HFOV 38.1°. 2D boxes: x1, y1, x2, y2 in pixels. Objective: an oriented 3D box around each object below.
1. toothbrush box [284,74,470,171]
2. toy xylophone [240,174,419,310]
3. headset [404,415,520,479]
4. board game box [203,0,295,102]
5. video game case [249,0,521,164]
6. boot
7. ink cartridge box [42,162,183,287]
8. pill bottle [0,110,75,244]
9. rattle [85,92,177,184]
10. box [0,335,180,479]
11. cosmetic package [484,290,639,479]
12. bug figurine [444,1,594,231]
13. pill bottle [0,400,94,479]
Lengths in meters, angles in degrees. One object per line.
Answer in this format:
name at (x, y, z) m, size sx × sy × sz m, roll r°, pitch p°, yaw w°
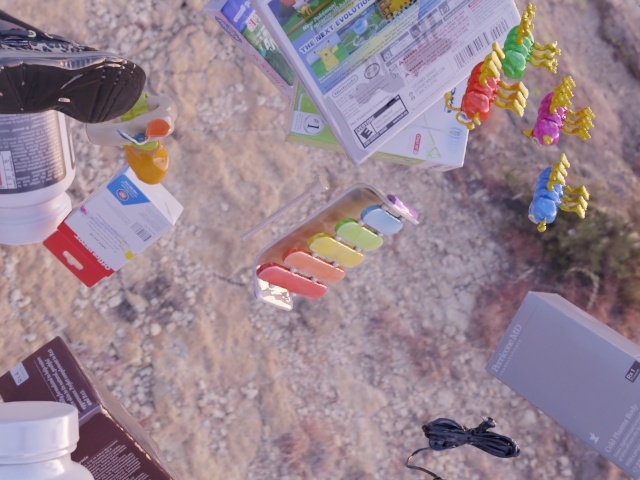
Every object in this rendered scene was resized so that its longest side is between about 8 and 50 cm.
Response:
toothbrush box at (0.098, -0.239, 1.504) m, size 0.283 × 0.122 × 0.206 m, roll 11°, pitch 90°, yaw -8°
toy xylophone at (0.000, 0.000, 1.632) m, size 0.236 × 0.322 × 0.081 m, roll 16°, pitch 41°, yaw -51°
headset at (0.152, 0.365, 1.058) m, size 0.185 × 0.243 × 0.394 m, roll 11°, pitch 39°, yaw -3°
board game box at (-0.028, -0.468, 1.835) m, size 0.318 × 0.066 × 0.319 m, roll 42°, pitch 76°, yaw -40°
video game case at (0.105, -0.311, 1.277) m, size 0.329 × 0.036 × 0.300 m, roll -39°, pitch 128°, yaw -5°
boot at (-0.317, -0.208, 1.004) m, size 0.178 × 0.085 × 0.236 m, roll 39°, pitch 23°, yaw 21°
ink cartridge box at (-0.385, -0.028, 1.717) m, size 0.134 × 0.231 × 0.078 m, roll 48°, pitch 24°, yaw -18°
pill bottle at (-0.568, -0.189, 1.716) m, size 0.210 × 0.210 × 0.363 m, roll -28°, pitch 129°, yaw -41°
rattle at (-0.232, -0.114, 1.229) m, size 0.130 × 0.199 × 0.143 m, roll -9°, pitch 113°, yaw -31°
box at (-0.376, 0.355, 1.585) m, size 0.143 × 0.191 × 0.381 m, roll -38°, pitch 138°, yaw -10°
cosmetic package at (0.340, 0.173, 1.152) m, size 0.238 × 0.127 × 0.107 m, roll 33°, pitch 14°, yaw 32°
bug figurine at (0.263, -0.158, 1.185) m, size 0.279 × 0.072 × 0.216 m, roll 50°, pitch 51°, yaw -33°
pill bottle at (-0.353, 0.358, 1.089) m, size 0.176 × 0.176 × 0.319 m, roll -1°, pitch 92°, yaw -37°
